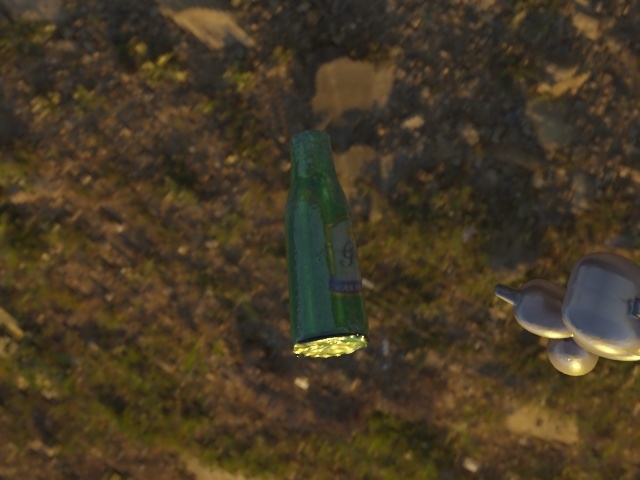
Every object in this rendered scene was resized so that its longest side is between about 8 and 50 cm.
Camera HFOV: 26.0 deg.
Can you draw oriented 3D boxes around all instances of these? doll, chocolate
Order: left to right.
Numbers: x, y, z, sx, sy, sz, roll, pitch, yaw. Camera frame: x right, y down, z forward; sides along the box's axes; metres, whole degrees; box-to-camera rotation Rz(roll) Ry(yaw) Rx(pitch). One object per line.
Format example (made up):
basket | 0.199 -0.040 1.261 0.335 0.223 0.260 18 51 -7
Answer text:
chocolate | 0.000 0.000 1.803 0.110 0.291 0.110 -5 164 -2
doll | 0.189 0.053 0.862 0.161 0.059 0.160 12 167 39
